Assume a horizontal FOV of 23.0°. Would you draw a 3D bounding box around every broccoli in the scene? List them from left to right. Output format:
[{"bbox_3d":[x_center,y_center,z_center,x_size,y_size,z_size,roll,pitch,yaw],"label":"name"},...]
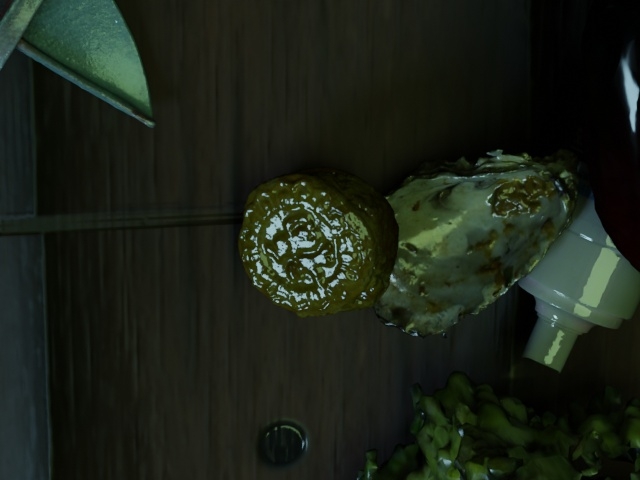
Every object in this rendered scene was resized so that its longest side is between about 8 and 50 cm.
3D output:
[{"bbox_3d":[0.149,0.252,1.069,0.334,0.272,0.324,48,50,-14],"label":"broccoli"}]

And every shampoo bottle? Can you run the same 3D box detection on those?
[{"bbox_3d":[0.212,-0.051,1.062,0.092,0.092,0.303,20,98,-18],"label":"shampoo bottle"}]

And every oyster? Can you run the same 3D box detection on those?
[{"bbox_3d":[0.096,-0.010,1.049,0.177,0.056,0.105,-42,82,22],"label":"oyster"}]

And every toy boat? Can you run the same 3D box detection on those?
[{"bbox_3d":[-0.147,-0.123,0.988,0.122,0.034,0.096,29,96,-28],"label":"toy boat"}]

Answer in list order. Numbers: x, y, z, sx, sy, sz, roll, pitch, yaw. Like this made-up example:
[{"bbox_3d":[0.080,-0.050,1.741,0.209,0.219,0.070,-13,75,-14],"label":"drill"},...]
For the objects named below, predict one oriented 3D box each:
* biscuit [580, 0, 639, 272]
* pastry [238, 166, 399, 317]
[{"bbox_3d":[0.331,-0.138,0.991,0.407,0.091,0.407,-18,121,-32],"label":"biscuit"},{"bbox_3d":[0.000,0.000,1.028,0.109,0.057,0.097,44,117,1],"label":"pastry"}]
